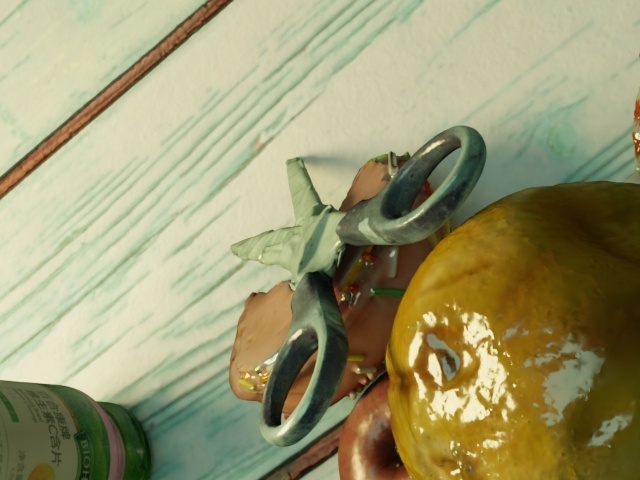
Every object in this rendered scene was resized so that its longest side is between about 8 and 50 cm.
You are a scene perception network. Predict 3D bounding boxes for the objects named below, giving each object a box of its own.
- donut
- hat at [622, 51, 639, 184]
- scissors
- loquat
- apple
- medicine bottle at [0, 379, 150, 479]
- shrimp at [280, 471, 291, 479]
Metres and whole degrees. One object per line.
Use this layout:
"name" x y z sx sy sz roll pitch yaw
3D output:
"donut" 0.018 0.047 1.435 0.085 0.199 0.233 36 110 -16
"hat" 0.267 -0.080 1.352 0.112 0.093 0.162 37 121 39
"scissors" 0.000 0.000 1.380 0.256 0.029 0.383 -56 18 3
"loquat" 0.190 0.094 1.246 0.276 0.284 0.276 24 125 40
"apple" 0.084 0.167 1.397 0.153 0.120 0.153 -5 81 31
"medicine bottle" -0.260 0.182 1.513 0.133 0.274 0.133 -4 81 29
"shrimp" -0.089 0.306 1.440 0.410 0.221 0.166 -40 63 46
